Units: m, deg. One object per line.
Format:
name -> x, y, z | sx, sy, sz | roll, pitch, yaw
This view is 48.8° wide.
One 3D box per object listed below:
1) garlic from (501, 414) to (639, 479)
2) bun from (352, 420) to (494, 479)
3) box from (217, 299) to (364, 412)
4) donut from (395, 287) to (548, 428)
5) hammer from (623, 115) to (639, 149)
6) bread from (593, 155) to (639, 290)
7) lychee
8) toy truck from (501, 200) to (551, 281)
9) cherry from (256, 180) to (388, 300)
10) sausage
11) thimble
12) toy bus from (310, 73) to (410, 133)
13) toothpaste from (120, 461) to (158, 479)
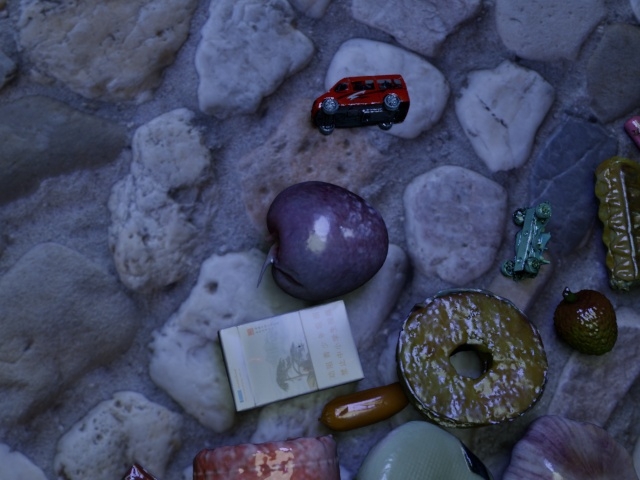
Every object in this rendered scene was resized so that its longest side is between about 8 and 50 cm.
garlic -> 0.437, 0.421, 1.155 | 0.244, 0.253, 0.245 | 1, 82, -10
bun -> 0.158, 0.453, 1.154 | 0.283, 0.179, 0.283 | 15, 54, -22
box -> -0.054, 0.205, 1.252 | 0.233, 0.067, 0.150 | -12, 74, -10
donut -> 0.255, 0.218, 1.251 | 0.271, 0.107, 0.272 | 5, 62, -9
hammer -> 0.669, -0.221, 1.466 | 0.043, 0.043, 0.083 | -30, 79, -13
bread -> 0.600, -0.038, 1.384 | 0.087, 0.098, 0.270 | 15, 67, -46
lychee -> 0.490, 0.147, 1.305 | 0.114, 0.114, 0.147 | -36, 95, -14
toy truck -> 0.413, 0.004, 1.359 | 0.078, 0.080, 0.154 | 23, 72, -22
cherry -> 0.000, 0.000, 1.257 | 0.265, 0.183, 0.214 | -2, 83, -23
sausage -> 0.084, 0.296, 1.249 | 0.183, 0.054, 0.062 | -11, 104, -12
thimble -> -0.082, 0.394, 1.111 | 0.239, 0.239, 0.162 | -4, 72, -8
toy bus -> 0.075, -0.273, 1.396 | 0.195, 0.081, 0.089 | -6, 66, -8
toothpaste -> -0.363, 0.478, 1.156 | 0.062, 0.039, 0.239 | 36, 71, 12
